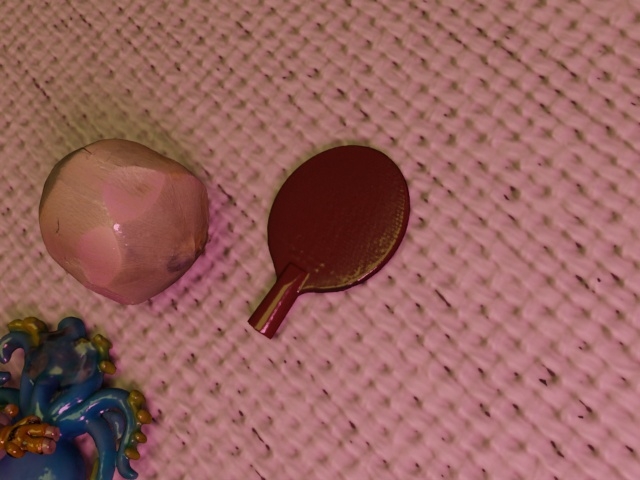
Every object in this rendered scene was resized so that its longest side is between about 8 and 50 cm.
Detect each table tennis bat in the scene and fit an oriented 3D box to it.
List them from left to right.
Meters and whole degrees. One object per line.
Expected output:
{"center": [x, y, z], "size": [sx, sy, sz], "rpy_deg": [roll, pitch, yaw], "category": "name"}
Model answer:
{"center": [0.000, 0.000, 1.070], "size": [0.200, 0.038, 0.310], "rpy_deg": [33, 86, 25], "category": "table tennis bat"}

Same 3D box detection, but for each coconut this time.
{"center": [-0.268, -0.021, 1.075], "size": [0.230, 0.227, 0.227], "rpy_deg": [35, 87, 25], "category": "coconut"}

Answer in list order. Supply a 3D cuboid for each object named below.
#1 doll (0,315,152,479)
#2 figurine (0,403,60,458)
{"center": [-0.404, 0.275, 1.109], "size": [0.346, 0.098, 0.341], "rpy_deg": [4, 63, 14], "category": "doll"}
{"center": [-0.431, 0.270, 1.023], "size": [0.143, 0.068, 0.101], "rpy_deg": [21, 54, 23], "category": "figurine"}
